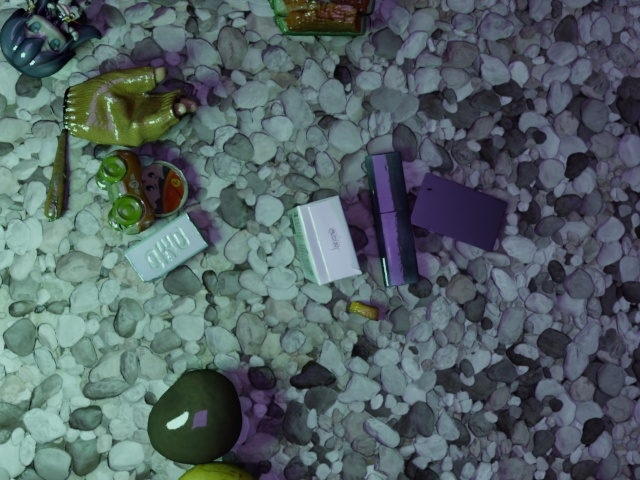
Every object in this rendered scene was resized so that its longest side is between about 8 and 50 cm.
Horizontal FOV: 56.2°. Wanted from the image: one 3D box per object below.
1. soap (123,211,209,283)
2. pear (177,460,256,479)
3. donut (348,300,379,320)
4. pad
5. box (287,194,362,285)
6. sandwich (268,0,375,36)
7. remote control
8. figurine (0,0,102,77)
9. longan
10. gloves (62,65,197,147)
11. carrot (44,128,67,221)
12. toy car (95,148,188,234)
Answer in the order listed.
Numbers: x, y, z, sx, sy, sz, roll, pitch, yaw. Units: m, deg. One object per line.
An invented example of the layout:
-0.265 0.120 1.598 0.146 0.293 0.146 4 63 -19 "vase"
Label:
-0.414 0.021 1.619 0.198 0.063 0.114 -35 96 -6 "soap"
-0.270 0.708 1.528 0.280 0.281 0.281 0 90 -7 "pear"
0.127 0.198 1.705 0.083 0.067 0.038 23 94 25 "donut"
0.404 -0.082 1.751 0.265 0.009 0.160 20 88 -5 "pad"
0.002 -0.001 1.565 0.116 0.274 0.203 -16 92 -8 "box"
0.017 -0.612 1.615 0.292 0.212 0.109 -5 106 -20 "sandwich"
0.205 -0.060 1.707 0.107 0.044 0.378 -10 92 -12 "remote control"
-0.687 -0.535 1.524 0.175 0.197 0.265 44 65 -4 "figurine"
-0.324 0.462 1.554 0.246 0.215 0.246 7 70 -20 "longan"
-0.494 -0.344 1.564 0.356 0.155 0.203 -1 83 8 "gloves"
-0.698 -0.174 1.597 0.049 0.049 0.254 6 85 -7 "carrot"
-0.465 -0.139 1.592 0.235 0.145 0.235 4 82 -26 "toy car"
